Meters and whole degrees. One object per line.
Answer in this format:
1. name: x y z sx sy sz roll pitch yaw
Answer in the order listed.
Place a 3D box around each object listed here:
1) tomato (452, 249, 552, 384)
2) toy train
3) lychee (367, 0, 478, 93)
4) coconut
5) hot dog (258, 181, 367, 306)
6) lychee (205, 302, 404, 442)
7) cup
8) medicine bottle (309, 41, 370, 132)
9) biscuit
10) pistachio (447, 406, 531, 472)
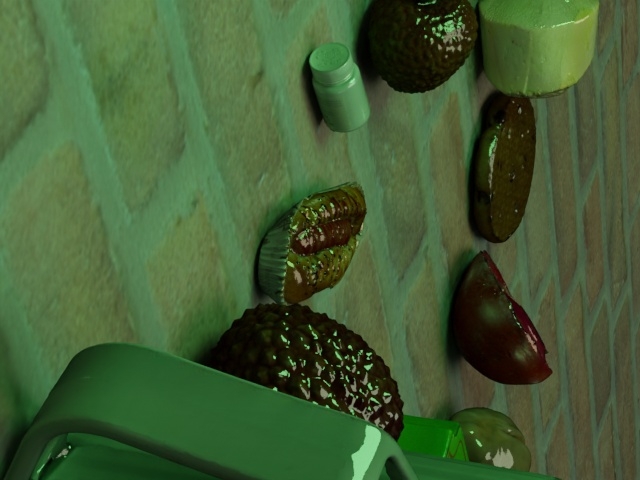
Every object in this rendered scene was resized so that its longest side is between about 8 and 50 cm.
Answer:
1. tomato: 0.217 0.110 2.007 0.173 0.099 0.189 53 8 -41
2. toy train: 0.101 0.304 1.758 0.243 0.133 0.188 72 30 -51
3. lychee: 0.102 -0.212 1.594 0.146 0.114 0.114 100 15 -47
4. coconut: 0.266 -0.265 1.922 0.147 0.147 0.152 -53 147 -48
5. hot dog: 0.000 0.000 1.501 0.192 0.053 0.099 -31 130 -58
6. lychee: -0.024 0.141 1.357 0.188 0.188 0.188 9 90 -67
7. cup: -0.042 0.266 1.088 0.401 0.392 0.310 39 56 -58
8. medicine bottle: 0.018 -0.146 1.497 0.083 0.047 0.047 71 35 -47
9. biscuit: 0.242 -0.098 2.056 0.212 0.036 0.212 9 90 -69
10. pistachio: 0.208 0.284 2.023 0.185 0.124 0.124 79 29 -51
